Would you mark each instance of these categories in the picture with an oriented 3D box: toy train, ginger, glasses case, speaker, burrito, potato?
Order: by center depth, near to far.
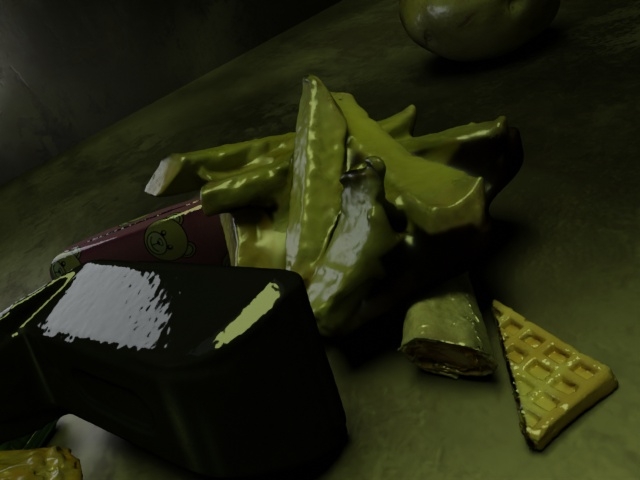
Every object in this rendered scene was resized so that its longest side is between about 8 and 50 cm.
[{"bbox_3d":[-0.185,0.134,0.572,0.388,0.180,0.184,0,25,40],"label":"speaker"},{"bbox_3d":[0.122,0.056,0.609,0.087,0.060,0.226,-12,32,13],"label":"burrito"},{"bbox_3d":[-0.007,-0.062,0.665,0.413,0.211,0.358,-18,32,33],"label":"ginger"},{"bbox_3d":[-0.357,0.229,0.698,0.038,0.056,0.093,-5,37,24],"label":"toy train"},{"bbox_3d":[-0.260,0.026,0.890,0.316,0.123,0.076,-19,30,10],"label":"glasses case"},{"bbox_3d":[0.313,-0.481,1.186,0.326,0.221,0.243,7,52,29],"label":"potato"}]

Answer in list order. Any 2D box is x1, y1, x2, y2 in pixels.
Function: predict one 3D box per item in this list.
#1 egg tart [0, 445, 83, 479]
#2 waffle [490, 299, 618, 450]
[{"bbox_3d":[-0.348,0.298,0.457,0.351,0.153,0.339,-35,26,4],"label":"egg tart"},{"bbox_3d":[0.171,0.110,0.522,0.097,0.023,0.153,-31,31,-13],"label":"waffle"}]
